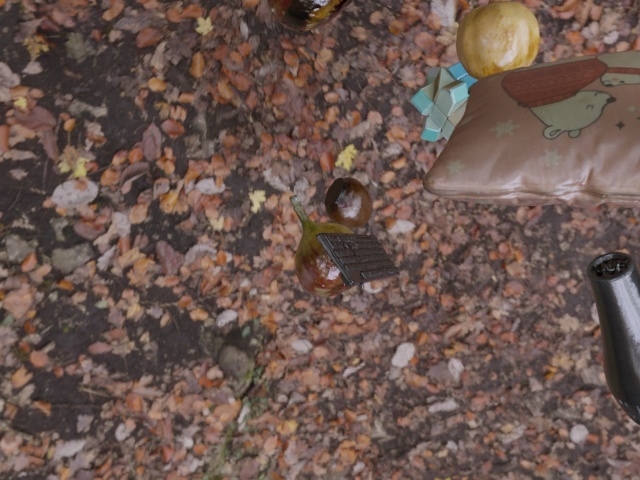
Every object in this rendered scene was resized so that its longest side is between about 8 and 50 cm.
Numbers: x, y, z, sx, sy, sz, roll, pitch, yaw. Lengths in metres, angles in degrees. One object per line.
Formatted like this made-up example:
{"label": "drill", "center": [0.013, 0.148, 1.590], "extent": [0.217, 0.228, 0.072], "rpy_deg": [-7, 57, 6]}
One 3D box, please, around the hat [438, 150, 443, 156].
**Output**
{"label": "hat", "center": [0.402, -0.198, 1.855], "extent": [0.067, 0.146, 0.146], "rpy_deg": [-19, 116, -15]}

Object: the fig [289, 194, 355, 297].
{"label": "fig", "center": [0.015, 0.001, 1.328], "extent": [0.143, 0.231, 0.160], "rpy_deg": [-14, 157, 24]}

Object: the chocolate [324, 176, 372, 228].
{"label": "chocolate", "center": [0.081, -0.091, 1.697], "extent": [0.133, 0.124, 0.127], "rpy_deg": [27, 67, -22]}

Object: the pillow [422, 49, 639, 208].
{"label": "pillow", "center": [0.220, -0.098, 0.539], "extent": [0.236, 0.223, 0.084], "rpy_deg": [1, 127, 21]}

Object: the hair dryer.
{"label": "hair dryer", "center": [0.412, 0.068, 0.661], "extent": [0.271, 0.091, 0.236], "rpy_deg": [-28, 114, 5]}

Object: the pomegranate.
{"label": "pomegranate", "center": [0.431, -0.487, 1.577], "extent": [0.207, 0.207, 0.207], "rpy_deg": [-2, 114, -5]}

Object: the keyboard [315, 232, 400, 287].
{"label": "keyboard", "center": [0.074, 0.031, 1.081], "extent": [0.018, 0.309, 0.101], "rpy_deg": [-36, 78, 16]}

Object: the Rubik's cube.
{"label": "Rubik's cube", "center": [0.382, -0.394, 1.825], "extent": [0.213, 0.224, 0.265], "rpy_deg": [-30, 80, -17]}

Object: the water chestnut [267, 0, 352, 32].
{"label": "water chestnut", "center": [-0.041, -0.692, 1.677], "extent": [0.299, 0.300, 0.300], "rpy_deg": [-2, 114, -5]}
